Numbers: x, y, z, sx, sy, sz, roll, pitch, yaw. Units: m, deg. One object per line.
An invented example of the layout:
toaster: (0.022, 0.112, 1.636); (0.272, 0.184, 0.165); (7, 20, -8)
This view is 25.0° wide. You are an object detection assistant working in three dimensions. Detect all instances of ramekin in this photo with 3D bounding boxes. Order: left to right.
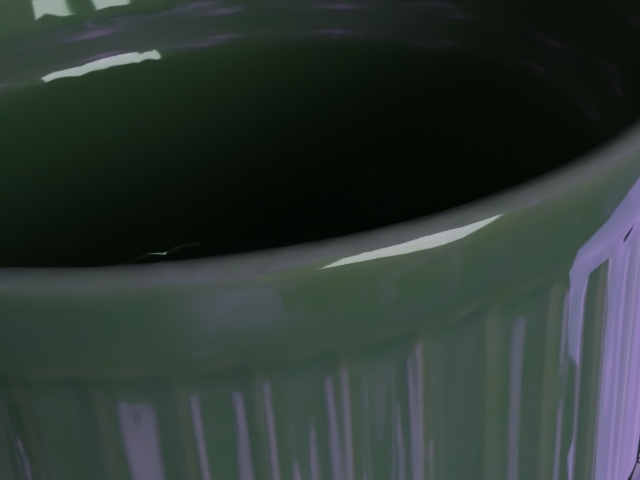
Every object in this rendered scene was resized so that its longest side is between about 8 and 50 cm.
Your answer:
ramekin: (-0.029, 0.006, 0.484); (0.303, 0.303, 0.148); (-27, 124, -36)

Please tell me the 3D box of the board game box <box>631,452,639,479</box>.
board game box: (0.150, 0.197, 0.775); (0.233, 0.078, 0.347); (20, 99, -43)
